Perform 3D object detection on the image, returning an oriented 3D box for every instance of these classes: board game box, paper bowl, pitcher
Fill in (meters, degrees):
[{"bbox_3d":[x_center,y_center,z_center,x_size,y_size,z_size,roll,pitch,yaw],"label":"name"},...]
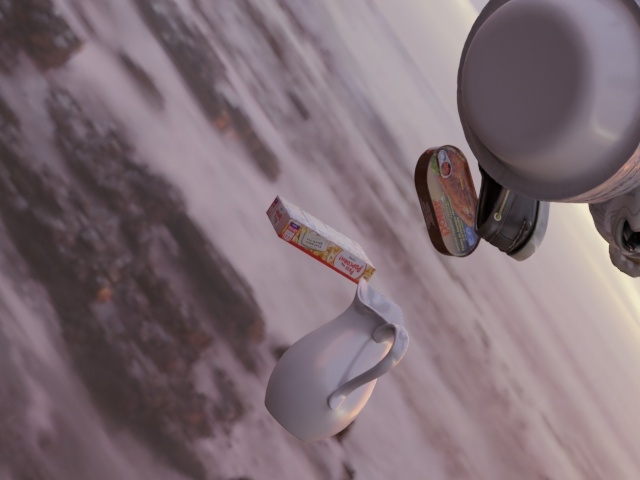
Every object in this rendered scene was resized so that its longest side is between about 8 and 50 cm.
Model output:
[{"bbox_3d":[0.000,0.000,2.556,0.193,0.045,0.147,31,10,-19],"label":"board game box"},{"bbox_3d":[0.284,-0.187,1.651,0.148,0.284,0.284,2,50,-48],"label":"paper bowl"},{"bbox_3d":[0.028,0.168,1.782,0.125,0.207,0.178,38,7,-18],"label":"pitcher"}]

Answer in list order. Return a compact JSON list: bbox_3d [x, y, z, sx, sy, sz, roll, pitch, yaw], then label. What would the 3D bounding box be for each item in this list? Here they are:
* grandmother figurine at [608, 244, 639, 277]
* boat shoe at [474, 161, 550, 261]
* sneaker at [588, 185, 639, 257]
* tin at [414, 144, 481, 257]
[{"bbox_3d":[0.499,-0.072,1.953,0.208,0.104,0.342,44,-38,21],"label":"grandmother figurine"},{"bbox_3d":[0.284,-0.115,2.060,0.091,0.109,0.305,23,54,-21],"label":"boat shoe"},{"bbox_3d":[0.404,-0.027,1.786,0.292,0.110,0.118,70,22,-73],"label":"sneaker"},{"bbox_3d":[0.207,-0.063,2.247,0.106,0.040,0.190,-33,113,-42],"label":"tin"}]
